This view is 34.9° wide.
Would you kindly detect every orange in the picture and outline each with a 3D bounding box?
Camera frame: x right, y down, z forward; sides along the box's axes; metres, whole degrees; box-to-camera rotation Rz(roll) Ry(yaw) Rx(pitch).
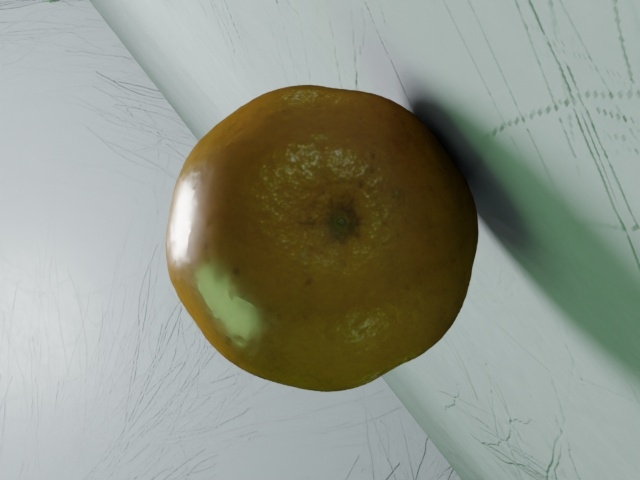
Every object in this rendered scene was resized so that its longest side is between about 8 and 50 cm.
[{"bbox_3d":[0.000,0.000,0.511,0.155,0.154,0.134,52,165,5],"label":"orange"}]

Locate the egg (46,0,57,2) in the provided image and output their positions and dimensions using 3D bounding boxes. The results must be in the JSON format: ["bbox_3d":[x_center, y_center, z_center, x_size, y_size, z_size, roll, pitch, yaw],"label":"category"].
[{"bbox_3d":[-0.287,-0.317,1.054,0.131,0.131,0.164,53,171,-5],"label":"egg"}]
